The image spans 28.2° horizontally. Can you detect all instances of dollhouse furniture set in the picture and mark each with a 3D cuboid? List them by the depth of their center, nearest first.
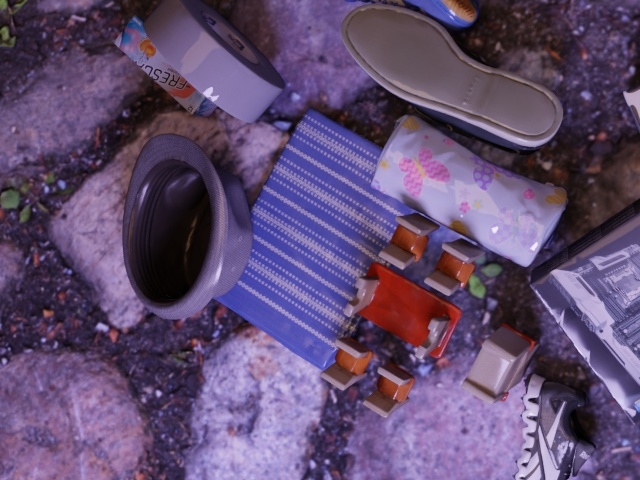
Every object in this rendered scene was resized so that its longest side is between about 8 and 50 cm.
[{"bbox_3d":[0.166,0.124,1.797,0.259,0.135,0.262,30,108,18],"label":"dollhouse furniture set"}]

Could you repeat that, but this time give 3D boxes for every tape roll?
[{"bbox_3d":[-0.154,-0.272,1.869,0.072,0.219,0.219,-47,76,12],"label":"tape roll"}]

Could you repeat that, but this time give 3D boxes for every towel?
[{"bbox_3d":[0.000,0.000,1.916,0.243,0.040,0.336,32,97,18],"label":"towel"}]

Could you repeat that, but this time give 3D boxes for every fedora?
[{"bbox_3d":[-0.184,-0.018,1.908,0.244,0.124,0.275,10,96,44],"label":"fedora"}]

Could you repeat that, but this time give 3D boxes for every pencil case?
[{"bbox_3d":[0.207,-0.071,1.779,0.273,0.113,0.124,27,90,8],"label":"pencil case"}]

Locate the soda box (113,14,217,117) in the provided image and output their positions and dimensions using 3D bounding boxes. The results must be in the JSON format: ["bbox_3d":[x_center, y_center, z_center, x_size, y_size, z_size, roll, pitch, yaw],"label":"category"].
[{"bbox_3d":[-0.231,-0.269,1.978,0.183,0.063,0.058,42,102,15],"label":"soda box"}]

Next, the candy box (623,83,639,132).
[{"bbox_3d":[0.546,-0.173,1.704,0.233,0.071,0.159,-23,85,17],"label":"candy box"}]

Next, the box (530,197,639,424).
[{"bbox_3d":[0.472,0.060,1.688,0.307,0.076,0.242,-35,96,17],"label":"box"}]

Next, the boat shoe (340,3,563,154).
[{"bbox_3d":[0.181,-0.220,1.812,0.340,0.113,0.127,24,76,11],"label":"boat shoe"}]

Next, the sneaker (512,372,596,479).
[{"bbox_3d":[0.327,0.306,1.772,0.106,0.078,0.234,5,89,21],"label":"sneaker"}]

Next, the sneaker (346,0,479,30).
[{"bbox_3d":[0.099,-0.386,1.859,0.296,0.112,0.131,44,120,16],"label":"sneaker"}]
